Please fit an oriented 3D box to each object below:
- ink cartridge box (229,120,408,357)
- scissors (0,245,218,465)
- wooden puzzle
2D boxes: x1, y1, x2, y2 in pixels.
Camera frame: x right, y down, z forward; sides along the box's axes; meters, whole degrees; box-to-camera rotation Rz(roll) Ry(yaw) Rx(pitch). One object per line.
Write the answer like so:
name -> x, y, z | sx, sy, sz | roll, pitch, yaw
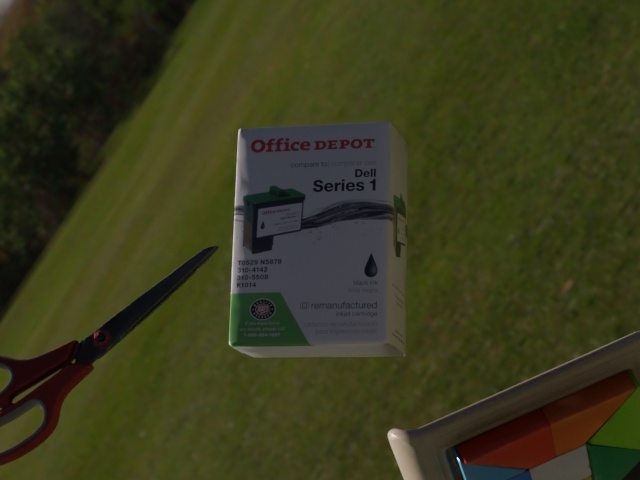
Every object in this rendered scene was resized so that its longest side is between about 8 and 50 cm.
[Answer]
ink cartridge box -> 0.000, 0.000, 1.440 | 0.092, 0.160, 0.219 | 43, -134, -71
scissors -> -0.209, 0.110, 1.366 | 0.297, 0.109, 0.021 | -25, -22, 1
wooden puzzle -> 0.191, 0.183, 1.232 | 0.238, 0.221, 0.044 | -20, 50, 1
